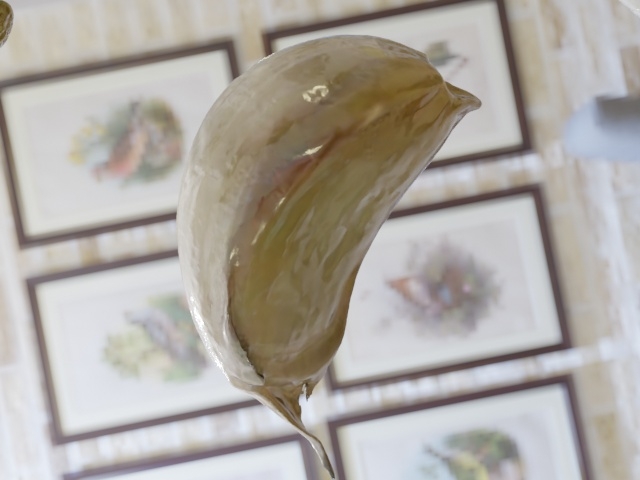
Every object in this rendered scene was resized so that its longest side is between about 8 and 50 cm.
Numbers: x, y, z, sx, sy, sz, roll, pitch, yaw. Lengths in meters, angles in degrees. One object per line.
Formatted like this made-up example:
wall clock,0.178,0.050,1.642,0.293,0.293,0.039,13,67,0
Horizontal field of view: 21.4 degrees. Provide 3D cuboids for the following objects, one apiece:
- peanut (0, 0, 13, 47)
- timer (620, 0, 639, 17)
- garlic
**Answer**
peanut,-0.274,-0.148,1.214,0.054,0.113,0.054,163,90,-74
timer,0.324,-0.285,1.293,0.087,0.237,0.262,37,-141,-16
garlic,-0.017,0.006,1.271,0.151,0.196,0.339,-125,55,-75
